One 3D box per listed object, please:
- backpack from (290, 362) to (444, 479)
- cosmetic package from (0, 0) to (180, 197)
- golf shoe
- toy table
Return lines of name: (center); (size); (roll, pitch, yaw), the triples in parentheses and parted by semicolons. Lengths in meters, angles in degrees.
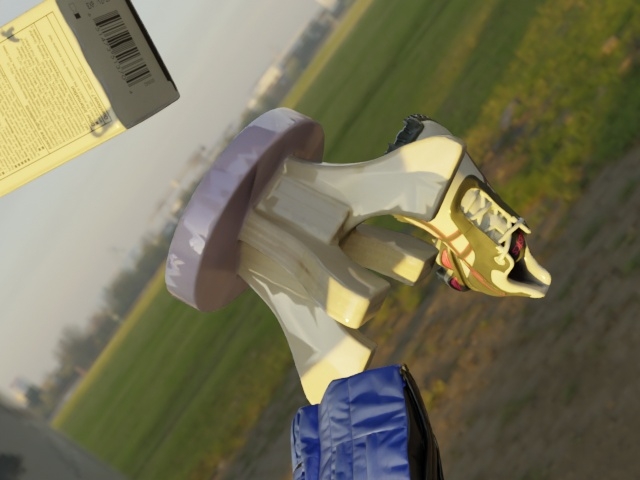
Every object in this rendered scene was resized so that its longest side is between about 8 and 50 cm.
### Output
backpack: (0.034, 0.163, 0.901); (0.101, 0.098, 0.120); (-19, 46, 11)
cosmetic package: (-0.315, -0.139, 1.405); (0.296, 0.153, 0.129); (-22, 11, 28)
golf shoe: (0.154, -0.032, 1.377); (0.105, 0.120, 0.273); (-58, -39, -15)
toy table: (0.000, 0.000, 1.112); (0.274, 0.161, 0.252); (-42, -23, -61)
